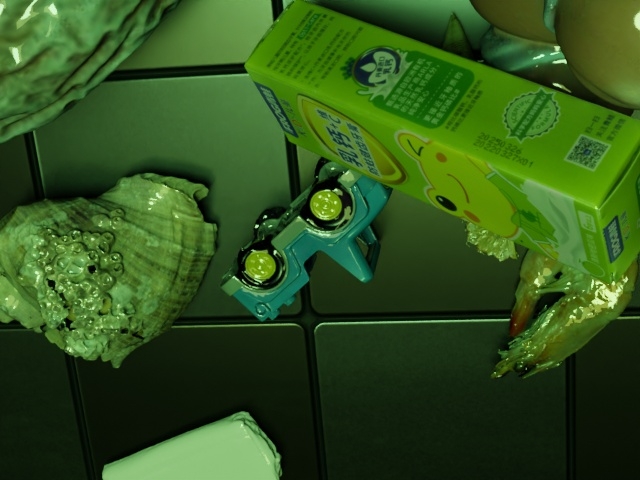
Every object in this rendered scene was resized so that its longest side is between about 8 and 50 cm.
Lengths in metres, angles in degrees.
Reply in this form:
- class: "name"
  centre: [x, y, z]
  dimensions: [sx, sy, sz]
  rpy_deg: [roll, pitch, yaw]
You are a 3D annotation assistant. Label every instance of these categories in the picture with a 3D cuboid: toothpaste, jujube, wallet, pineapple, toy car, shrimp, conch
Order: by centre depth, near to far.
- class: "toothpaste"
  centre: [0.096, -0.080, 0.845]
  dimensions: [0.327, 0.110, 0.077]
  rpy_deg: [26, 74, 31]
- class: "jujube"
  centre: [-0.241, -0.208, 0.889]
  dimensions: [0.317, 0.226, 0.226]
  rpy_deg: [-39, 102, 6]
- class: "toy car"
  centre: [0.000, 0.000, 1.004]
  dimensions: [0.100, 0.097, 0.191]
  rpy_deg: [43, 111, -9]
- class: "pineapple"
  centre: [0.152, -0.016, 1.019]
  dimensions: [0.045, 0.019, 0.083]
  rpy_deg: [-11, 112, 9]
- class: "shrimp"
  centre: [0.217, 0.059, 1.032]
  dimensions: [0.101, 0.042, 0.190]
  rpy_deg: [40, 113, 14]
- class: "conch"
  centre: [-0.202, 0.027, 1.044]
  dimensions: [0.245, 0.163, 0.178]
  rpy_deg: [-31, 138, 1]
- class: "wallet"
  centre: [-0.130, 0.243, 1.154]
  dimensions: [0.190, 0.033, 0.095]
  rpy_deg: [-23, 108, 16]

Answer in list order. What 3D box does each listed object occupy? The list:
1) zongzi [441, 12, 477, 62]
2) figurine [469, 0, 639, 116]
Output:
- class: "zongzi"
  centre: [0.095, -0.124, 0.970]
  dimensions: [0.104, 0.052, 0.113]
  rpy_deg: [-26, 96, 14]
- class: "figurine"
  centre: [0.116, -0.249, 0.818]
  dimensions: [0.388, 0.276, 0.248]
  rpy_deg: [27, 79, -7]
